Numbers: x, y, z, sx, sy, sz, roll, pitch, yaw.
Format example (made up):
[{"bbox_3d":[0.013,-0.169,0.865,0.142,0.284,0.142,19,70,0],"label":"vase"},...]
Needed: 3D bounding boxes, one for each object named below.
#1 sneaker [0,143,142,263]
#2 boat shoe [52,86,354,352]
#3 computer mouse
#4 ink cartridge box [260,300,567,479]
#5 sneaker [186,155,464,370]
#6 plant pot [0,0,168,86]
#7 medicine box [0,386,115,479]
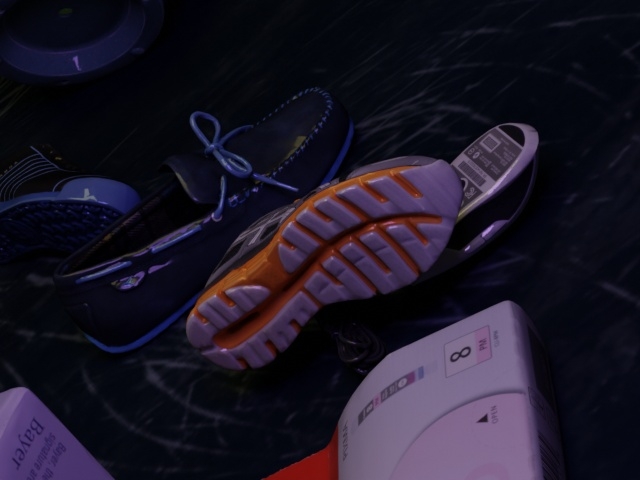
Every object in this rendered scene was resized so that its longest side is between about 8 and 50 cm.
[{"bbox_3d":[-0.220,-0.040,1.535,0.232,0.081,0.090,-5,51,44],"label":"sneaker"},{"bbox_3d":[-0.083,-0.026,1.368,0.258,0.089,0.109,-46,32,-12],"label":"boat shoe"},{"bbox_3d":[0.078,0.003,1.213,0.193,0.042,0.106,-43,26,4],"label":"computer mouse"},{"bbox_3d":[0.028,0.152,1.057,0.232,0.066,0.189,-23,34,16],"label":"ink cartridge box"},{"bbox_3d":[0.000,0.000,1.190,0.215,0.084,0.083,-30,25,28],"label":"sneaker"},{"bbox_3d":[-0.245,-0.267,1.708,0.293,0.293,0.196,-27,60,19],"label":"plant pot"},{"bbox_3d":[-0.184,0.236,0.937,0.263,0.289,0.149,-15,36,34],"label":"medicine box"}]
